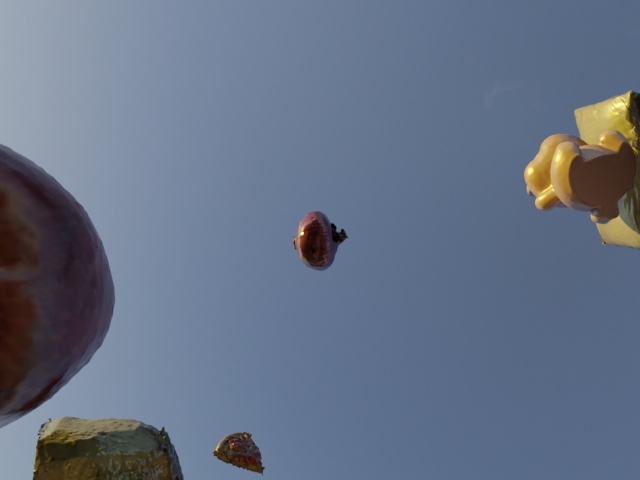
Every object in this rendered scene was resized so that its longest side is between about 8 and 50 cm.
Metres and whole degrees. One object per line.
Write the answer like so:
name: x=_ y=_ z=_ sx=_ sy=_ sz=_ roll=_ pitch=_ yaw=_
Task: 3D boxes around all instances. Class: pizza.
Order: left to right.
pizza: x=-0.145 y=0.384 z=0.941 sx=0.100 sy=0.099 sz=0.029 roll=27 pitch=-79 yaw=-6

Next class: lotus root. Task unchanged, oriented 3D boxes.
lotus root: x=-0.219 y=0.252 z=0.517 sx=0.144 sy=0.070 sz=0.143 roll=-10 pitch=-79 yaw=-8

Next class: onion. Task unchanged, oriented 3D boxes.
onion: x=0.000 y=0.000 z=0.949 sx=0.104 sy=0.115 sz=0.115 roll=-13 pitch=-83 yaw=8

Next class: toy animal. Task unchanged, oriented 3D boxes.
toy animal: x=0.342 y=-0.096 z=0.722 sx=0.124 sy=0.212 sz=0.124 roll=0 pitch=-82 yaw=-4

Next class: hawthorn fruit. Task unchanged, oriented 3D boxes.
hawthorn fruit: x=-0.322 y=0.044 z=0.452 sx=0.275 sy=0.299 sz=0.275 roll=-1 pitch=-104 yaw=5

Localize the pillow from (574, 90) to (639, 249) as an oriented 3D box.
pillow: x=0.435 y=-0.094 z=0.734 sx=0.050 sy=0.148 sz=0.229 roll=-13 pitch=-83 yaw=3
